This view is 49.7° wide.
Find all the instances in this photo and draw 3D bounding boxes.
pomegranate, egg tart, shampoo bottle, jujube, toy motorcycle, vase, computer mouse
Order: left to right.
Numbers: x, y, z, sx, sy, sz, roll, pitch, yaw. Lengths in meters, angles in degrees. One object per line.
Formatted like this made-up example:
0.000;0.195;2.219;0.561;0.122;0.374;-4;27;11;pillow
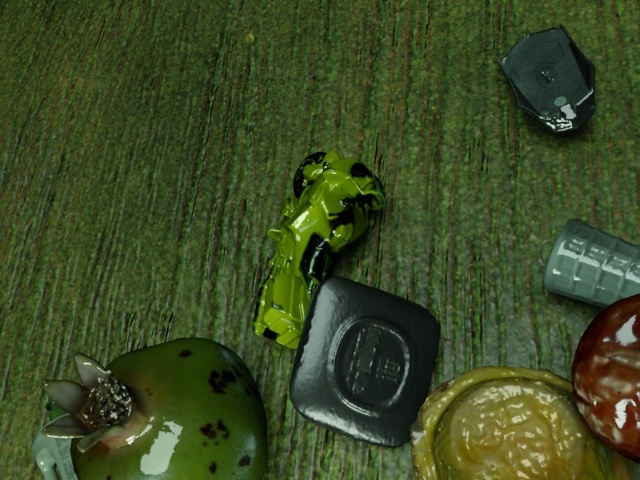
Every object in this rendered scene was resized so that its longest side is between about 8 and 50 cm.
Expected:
-0.379;0.345;1.075;0.118;0.087;0.234;-35;60;0;shampoo bottle
-0.204;0.249;0.935;0.291;0.323;0.291;-2;45;2;pomegranate
0.002;0.001;1.084;0.206;0.142;0.342;-17;54;54;toy motorcycle
0.247;0.266;0.873;0.288;0.118;0.288;-11;48;12;egg tart
0.373;-0.258;1.123;0.126;0.071;0.231;-31;49;19;computer mouse
0.397;0.170;0.800;0.190;0.255;0.190;-26;46;31;jujube
0.456;0.068;0.907;0.299;0.143;0.143;23;75;28;vase

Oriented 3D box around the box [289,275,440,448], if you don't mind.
0.063;0.172;0.978;0.201;0.042;0.212;19;80;-8;box
